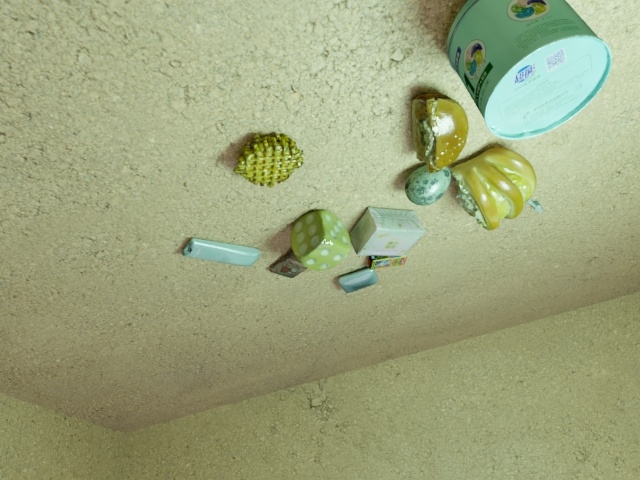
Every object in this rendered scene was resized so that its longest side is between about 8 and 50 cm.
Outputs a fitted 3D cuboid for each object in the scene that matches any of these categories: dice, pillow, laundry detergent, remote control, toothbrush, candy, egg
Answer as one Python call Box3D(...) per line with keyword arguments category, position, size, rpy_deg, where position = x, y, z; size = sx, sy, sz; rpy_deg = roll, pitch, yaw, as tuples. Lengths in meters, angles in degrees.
Box3D(category="dice", position=(0.000, 0.000, 1.763), size=(0.166, 0.169, 0.169), rpy_deg=(-34, 144, 26))
Box3D(category="pillow", position=(-0.098, 0.086, 1.971), size=(0.135, 0.049, 0.248), rpy_deg=(17, 140, -38))
Box3D(category="laundry detergent", position=(0.475, -0.451, 1.137), size=(0.287, 0.305, 0.287), rpy_deg=(-10, 147, -7))
Box3D(category="remote control", position=(-0.372, 0.054, 1.805), size=(0.293, 0.051, 0.103), rpy_deg=(13, 139, -35))
Box3D(category="toothbrush", position=(0.818, -0.191, 1.927), size=(0.418, 0.040, 0.042), rpy_deg=(20, 138, -42))
Box3D(category="candy", position=(0.180, 0.188, 2.216), size=(0.174, 0.071, 0.138), rpy_deg=(-20, 147, 8))
Box3D(category="egg", position=(0.376, -0.198, 1.650), size=(0.172, 0.132, 0.132), rpy_deg=(-40, 141, 16))

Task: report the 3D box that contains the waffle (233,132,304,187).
Box3D(category="waffle", position=(-0.152, -0.241, 1.429), size=(0.197, 0.070, 0.193), rpy_deg=(16, 136, -43))

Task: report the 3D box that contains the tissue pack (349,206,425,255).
Box3D(category="tissue pack", position=(0.261, -0.028, 1.870), size=(0.225, 0.124, 0.185), rpy_deg=(2, 142, -26))

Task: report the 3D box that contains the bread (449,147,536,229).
Box3D(category="bread", position=(0.632, -0.176, 1.702), size=(0.270, 0.211, 0.315), rpy_deg=(-22, 143, 12))

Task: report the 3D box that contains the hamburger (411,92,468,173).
Box3D(category="hamburger", position=(0.368, -0.333, 1.428), size=(0.157, 0.144, 0.283), rpy_deg=(-16, 146, 1))

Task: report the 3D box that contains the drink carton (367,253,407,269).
Box3D(category="drink carton", position=(0.298, 0.082, 2.121), size=(0.166, 0.056, 0.071), rpy_deg=(-7, 139, -13))
